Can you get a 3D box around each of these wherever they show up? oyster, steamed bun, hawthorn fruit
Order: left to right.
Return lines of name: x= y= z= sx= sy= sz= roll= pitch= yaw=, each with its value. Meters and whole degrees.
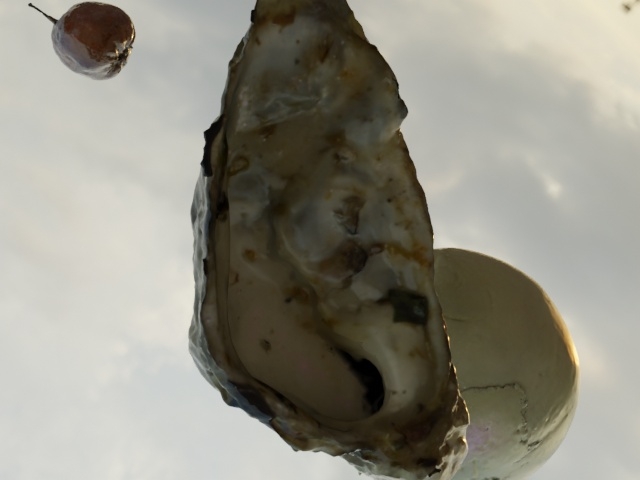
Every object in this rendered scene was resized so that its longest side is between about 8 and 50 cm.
hawthorn fruit: x=-0.205 y=-0.176 z=1.075 sx=0.103 sy=0.067 sz=0.067 roll=25 pitch=-154 yaw=6
oyster: x=0.004 y=-0.001 z=0.718 sx=0.166 sy=0.294 sz=0.094 roll=-2 pitch=-173 yaw=-17
steamed bun: x=0.165 y=0.184 z=1.594 sx=0.334 sy=0.312 sz=0.233 roll=39 pitch=-153 yaw=-30
